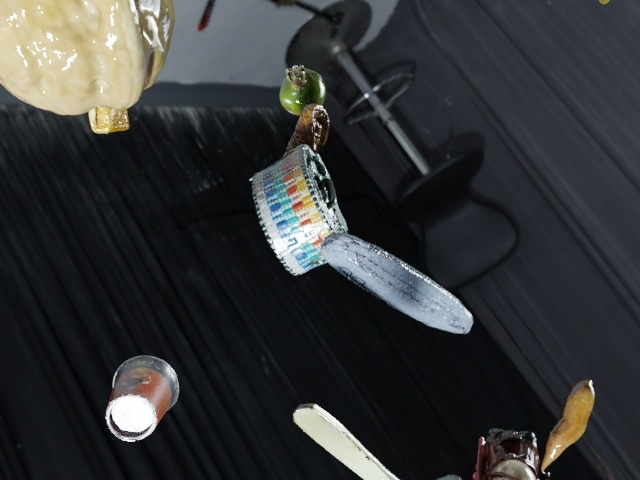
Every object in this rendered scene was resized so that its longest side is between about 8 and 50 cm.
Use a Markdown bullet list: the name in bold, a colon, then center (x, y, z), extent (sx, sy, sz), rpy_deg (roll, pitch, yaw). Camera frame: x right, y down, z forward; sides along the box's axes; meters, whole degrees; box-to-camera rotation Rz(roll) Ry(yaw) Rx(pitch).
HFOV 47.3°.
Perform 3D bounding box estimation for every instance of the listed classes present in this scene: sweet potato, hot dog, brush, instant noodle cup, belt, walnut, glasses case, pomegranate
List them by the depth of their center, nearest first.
- **brush**: center (0.087, 0.322, 0.977), extent (0.085, 0.336, 0.020), rpy_deg (-33, -159, 32)
- **glasses case**: center (0.121, 0.069, 1.148), extent (0.067, 0.282, 0.109), rpy_deg (-60, -159, -10)
- **walnut**: center (-0.441, -0.409, 1.295), extent (0.383, 0.383, 0.383), rpy_deg (-30, 162, -11)
- **instant noodle cup**: center (-0.324, 0.286, 1.302), extent (0.127, 0.127, 0.135), rpy_deg (-35, -169, 5)
- **sweet potato**: center (0.450, 0.340, 1.330), extent (0.195, 0.056, 0.056), rpy_deg (-58, 166, -11)
- **belt**: center (-0.034, -0.055, 1.397), extent (0.150, 0.207, 0.257), rpy_deg (-25, -152, 9)
- **hot dog**: center (-0.026, -0.211, 1.495), extent (0.099, 0.065, 0.147), rpy_deg (-51, 173, -50)
- **pomegranate**: center (-0.046, -0.355, 1.709), extent (0.114, 0.114, 0.142), rpy_deg (-33, 155, -1)

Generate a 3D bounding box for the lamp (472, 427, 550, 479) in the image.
- **lamp**: center (0.279, 0.394, 1.066), extent (0.118, 0.118, 0.253), rpy_deg (-46, -168, 33)

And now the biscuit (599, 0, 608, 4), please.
- **biscuit**: center (0.463, -0.538, 1.278), extent (0.016, 0.231, 0.139), rpy_deg (-35, 174, -26)

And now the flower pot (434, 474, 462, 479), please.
- **flower pot**: center (0.235, 0.590, 1.523), extent (0.229, 0.103, 0.108), rpy_deg (-38, 118, 15)

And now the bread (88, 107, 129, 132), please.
- **bread**: center (-0.459, -0.269, 1.587), extent (0.053, 0.074, 0.132), rpy_deg (-2, -167, 7)
